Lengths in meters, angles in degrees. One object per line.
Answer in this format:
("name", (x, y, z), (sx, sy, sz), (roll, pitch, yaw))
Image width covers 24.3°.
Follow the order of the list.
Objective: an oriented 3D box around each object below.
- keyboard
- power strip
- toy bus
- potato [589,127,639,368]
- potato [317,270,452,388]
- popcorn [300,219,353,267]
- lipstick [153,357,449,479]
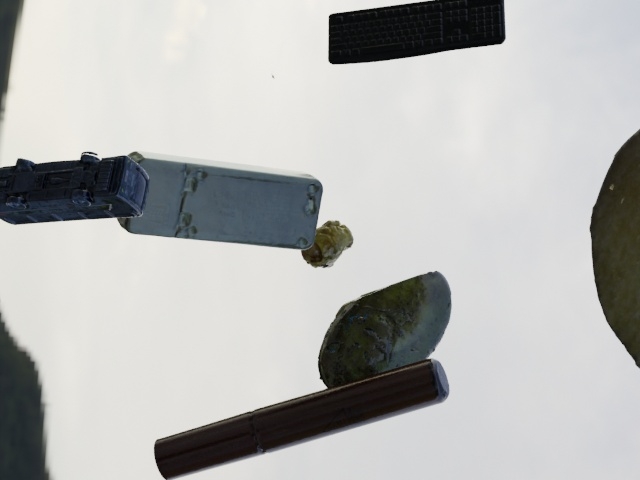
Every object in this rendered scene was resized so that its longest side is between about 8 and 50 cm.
("keyboard", (0.094, -0.317, 2.283), (0.041, 0.381, 0.103), (51, 34, -56))
("power strip", (-0.140, -0.047, 1.729), (0.053, 0.288, 0.093), (-142, -119, -65))
("toy bus", (-0.235, -0.045, 1.374), (0.166, 0.065, 0.047), (-3, -114, 29))
("potato", (0.354, 0.006, 1.235), (0.239, 0.116, 0.299), (-45, -143, 27))
("potato", (0.082, 0.107, 1.769), (0.119, 0.198, 0.054), (55, -13, 12))
("popcorn", (0.000, 0.000, 2.199), (0.084, 0.084, 0.084), (-174, -90, -68))
("lipstick", (-0.024, 0.209, 1.724), (0.057, 0.357, 0.057), (-17, 90, -75))
